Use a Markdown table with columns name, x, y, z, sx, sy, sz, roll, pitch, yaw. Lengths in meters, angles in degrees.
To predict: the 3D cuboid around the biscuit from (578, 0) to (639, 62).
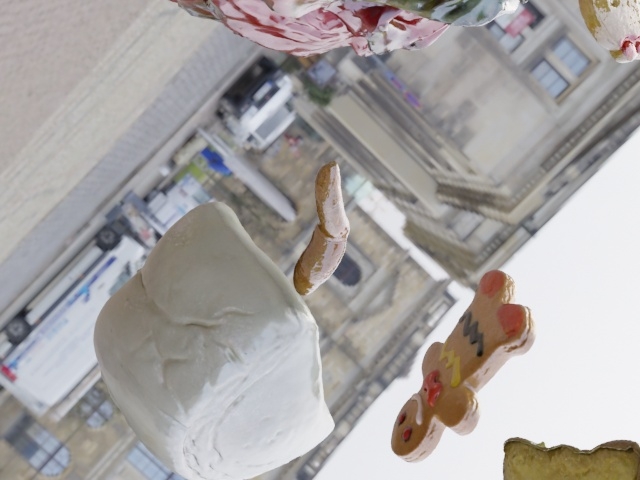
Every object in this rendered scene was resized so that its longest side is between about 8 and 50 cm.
| name | x | y | z | sx | sy | sz | roll | pitch | yaw |
| --- | --- | --- | --- | --- | --- | --- | --- | --- | --- |
| biscuit | 0.367 | -0.331 | 1.154 | 0.036 | 0.166 | 0.225 | -8 | -109 | 54 |

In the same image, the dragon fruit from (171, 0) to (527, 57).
| name | x | y | z | sx | sy | sz | roll | pitch | yaw |
| --- | --- | --- | --- | --- | --- | --- | --- | --- | --- |
| dragon fruit | -0.011 | -0.202 | 0.433 | 0.244 | 0.244 | 0.299 | -46 | -142 | -2 |

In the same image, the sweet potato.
| name | x | y | z | sx | sy | sz | roll | pitch | yaw |
| --- | --- | --- | --- | --- | --- | --- | --- | --- | --- |
| sweet potato | 0.004 | -0.001 | 0.845 | 0.044 | 0.044 | 0.179 | -51 | 167 | -38 |

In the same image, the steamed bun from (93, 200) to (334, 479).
| name | x | y | z | sx | sy | sz | roll | pitch | yaw |
| --- | --- | --- | --- | --- | --- | --- | --- | --- | --- |
| steamed bun | -0.128 | 0.151 | 1.100 | 0.236 | 0.247 | 0.383 | -29 | 154 | -10 |

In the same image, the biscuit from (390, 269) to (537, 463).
| name | x | y | z | sx | sy | sz | roll | pitch | yaw |
| --- | --- | --- | --- | --- | --- | --- | --- | --- | --- |
| biscuit | 0.154 | 0.156 | 1.102 | 0.250 | 0.036 | 0.165 | -56 | -161 | 17 |

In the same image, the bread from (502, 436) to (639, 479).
| name | x | y | z | sx | sy | sz | roll | pitch | yaw |
| --- | --- | --- | --- | --- | --- | --- | --- | --- | --- |
| bread | 0.220 | 0.265 | 0.728 | 0.161 | 0.088 | 0.232 | 165 | -76 | -67 |
